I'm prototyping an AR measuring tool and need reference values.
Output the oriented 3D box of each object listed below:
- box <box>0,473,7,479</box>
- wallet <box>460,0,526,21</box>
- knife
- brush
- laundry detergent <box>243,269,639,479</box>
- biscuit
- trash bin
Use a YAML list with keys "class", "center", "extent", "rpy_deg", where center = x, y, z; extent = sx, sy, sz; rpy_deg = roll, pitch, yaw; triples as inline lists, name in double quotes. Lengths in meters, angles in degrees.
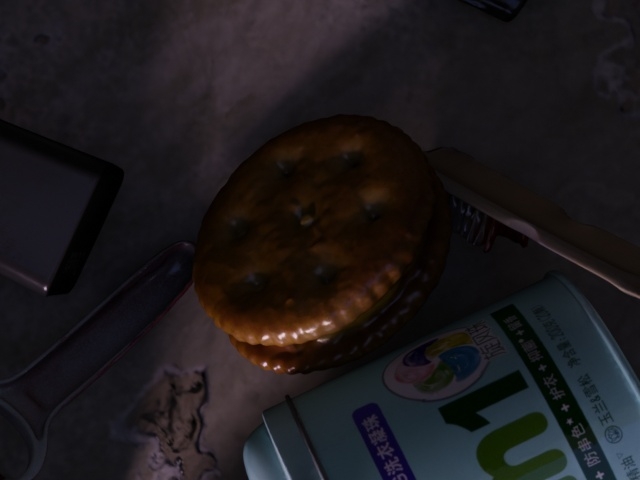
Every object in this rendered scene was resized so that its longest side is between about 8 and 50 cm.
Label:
- class: "box"
  center: [-0.369, 0.304, 1.423]
  extent: [0.229, 0.239, 0.339]
  rpy_deg: [44, 89, 0]
- class: "wallet"
  center: [0.062, -0.296, 1.537]
  extent: [0.285, 0.030, 0.146]
  rpy_deg: [22, 86, -2]
- class: "knife"
  center: [-0.200, 0.086, 1.472]
  extent: [0.123, 0.053, 0.278]
  rpy_deg: [43, 55, 7]
- class: "brush"
  center: [0.164, -0.003, 1.423]
  extent: [0.060, 0.321, 0.050]
  rpy_deg: [-4, 112, -33]
- class: "laundry detergent"
  center: [0.105, 0.214, 1.418]
  extent: [0.305, 0.287, 0.287]
  rpy_deg: [-25, 92, -3]
- class: "biscuit"
  center: [0.000, 0.000, 1.465]
  extent: [0.220, 0.220, 0.066]
  rpy_deg: [-43, 134, -2]
- class: "trash bin"
  center: [-0.285, -0.051, 1.458]
  extent: [0.226, 0.165, 0.115]
  rpy_deg: [24, 90, -1]
